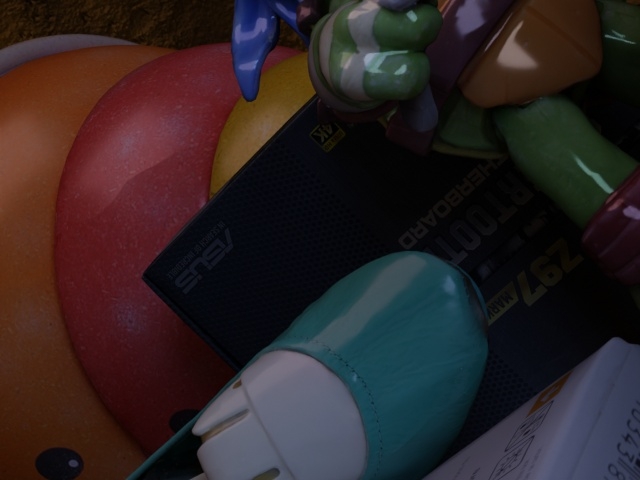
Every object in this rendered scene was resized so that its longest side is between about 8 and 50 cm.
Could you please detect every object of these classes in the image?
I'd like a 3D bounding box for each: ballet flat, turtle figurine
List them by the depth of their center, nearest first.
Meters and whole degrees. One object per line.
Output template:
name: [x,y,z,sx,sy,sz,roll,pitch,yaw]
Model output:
turtle figurine: [0.097,-0.088,0.591,0.274,0.266,0.198,-53,-4,29]
ballet flat: [-0.026,0.096,0.697,0.087,0.083,0.247,-21,-20,-46]

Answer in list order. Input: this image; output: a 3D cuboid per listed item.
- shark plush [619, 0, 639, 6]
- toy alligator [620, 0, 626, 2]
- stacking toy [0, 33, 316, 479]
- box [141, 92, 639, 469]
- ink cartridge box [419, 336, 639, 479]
shark plush: [0.198,-0.144,1.262,0.161,0.073,0.067,-29,-41,-53]
toy alligator: [0.204,-0.144,1.511,0.190,0.056,0.051,-41,47,43]
stacking toy: [0.000,0.000,0.963,0.480,0.350,0.350,-17,26,47]
box: [0.063,-0.002,0.773,0.233,0.183,0.059,-43,6,23]
ink cartridge box: [-0.023,0.202,0.562,0.307,0.072,0.303,-45,6,37]
